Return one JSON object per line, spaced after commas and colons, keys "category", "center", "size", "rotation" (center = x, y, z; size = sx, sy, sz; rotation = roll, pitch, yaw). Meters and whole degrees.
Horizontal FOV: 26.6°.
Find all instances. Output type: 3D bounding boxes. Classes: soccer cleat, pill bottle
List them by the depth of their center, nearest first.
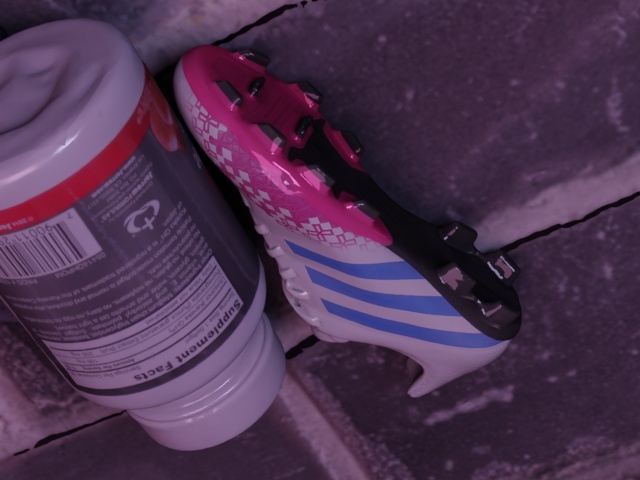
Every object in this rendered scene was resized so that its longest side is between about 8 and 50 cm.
{"category": "pill bottle", "center": [-0.146, 0.011, 0.991], "size": [0.176, 0.176, 0.318], "rotation": [-13, 132, 19]}
{"category": "soccer cleat", "center": [0.000, 0.000, 1.005], "size": [0.331, 0.116, 0.143], "rotation": [39, 121, -14]}

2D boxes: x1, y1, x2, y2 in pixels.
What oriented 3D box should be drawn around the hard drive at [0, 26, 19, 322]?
{"category": "hard drive", "center": [-0.296, -0.053, 1.068], "size": [0.172, 0.054, 0.254], "rotation": [2, 122, 10]}
